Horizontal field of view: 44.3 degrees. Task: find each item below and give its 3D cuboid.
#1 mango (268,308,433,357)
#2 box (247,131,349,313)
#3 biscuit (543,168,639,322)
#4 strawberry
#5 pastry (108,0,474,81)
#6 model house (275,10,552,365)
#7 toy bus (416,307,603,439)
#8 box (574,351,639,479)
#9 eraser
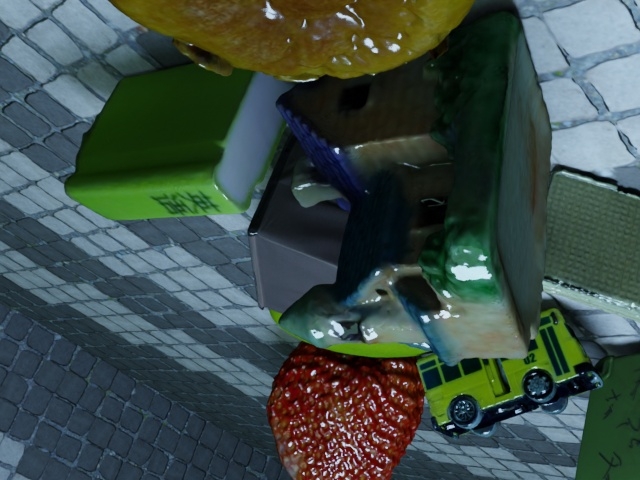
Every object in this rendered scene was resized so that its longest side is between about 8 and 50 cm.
[{"bbox_3d":[0.081,0.119,1.325,0.343,0.156,0.192,14,163,0],"label":"mango"},{"bbox_3d":[0.000,0.000,1.127,0.153,0.188,0.252,18,151,7],"label":"box"},{"bbox_3d":[0.373,0.019,0.933,0.252,0.150,0.052,17,160,5],"label":"biscuit"},{"bbox_3d":[0.044,0.364,1.599,0.312,0.351,0.267,13,161,4],"label":"strawberry"},{"bbox_3d":[-0.028,-0.252,0.642,0.356,0.164,0.356,7,165,2],"label":"pastry"},{"bbox_3d":[0.080,-0.042,0.832,0.280,0.312,0.245,-2,149,26],"label":"model house"},{"bbox_3d":[0.300,0.213,1.264,0.262,0.150,0.128,-25,150,17],"label":"toy bus"},{"bbox_3d":[0.521,0.321,1.193,0.177,0.329,0.253,32,150,-17],"label":"box"},{"bbox_3d":[-0.180,-0.127,0.996,0.274,0.210,0.092,-3,145,36],"label":"eraser"}]
